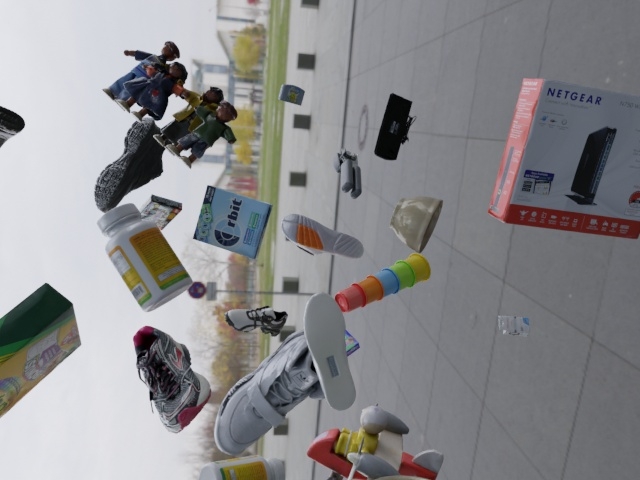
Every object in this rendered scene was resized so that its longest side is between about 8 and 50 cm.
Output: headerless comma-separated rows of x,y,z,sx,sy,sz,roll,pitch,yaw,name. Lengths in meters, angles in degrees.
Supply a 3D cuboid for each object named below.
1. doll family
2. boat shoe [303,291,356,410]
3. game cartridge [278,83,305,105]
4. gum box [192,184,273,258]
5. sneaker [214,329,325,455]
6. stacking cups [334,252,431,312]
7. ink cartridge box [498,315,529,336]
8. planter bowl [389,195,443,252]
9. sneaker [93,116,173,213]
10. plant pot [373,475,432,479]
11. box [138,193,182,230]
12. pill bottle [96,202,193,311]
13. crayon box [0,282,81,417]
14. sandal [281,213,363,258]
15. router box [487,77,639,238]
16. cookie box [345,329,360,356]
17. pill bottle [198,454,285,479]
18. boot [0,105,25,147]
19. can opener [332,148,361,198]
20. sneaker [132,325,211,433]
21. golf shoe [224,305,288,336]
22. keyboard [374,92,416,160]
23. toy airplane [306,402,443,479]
-0.182,-0.180,0.636,0.111,0.193,0.076,-48,4,-8,doll family
0.013,0.169,0.791,0.063,0.066,0.184,-179,70,-77,boat shoe
-0.089,-0.460,1.587,0.017,0.083,0.055,33,113,50,game cartridge
-0.241,-0.052,1.387,0.041,0.185,0.156,-29,-44,-81,gum box
-0.095,0.349,1.185,0.366,0.137,0.210,-45,6,-24,sneaker
0.187,0.129,1.477,0.096,0.317,0.095,29,129,43,stacking cups
0.552,0.245,1.451,0.028,0.084,0.048,85,-168,-56,ink cartridge box
0.261,-0.057,1.420,0.162,0.109,0.162,-54,-22,-34,planter bowl
-0.502,-0.189,1.382,0.286,0.109,0.130,-57,-36,-4,sneaker
0.140,0.542,0.816,0.256,0.257,0.273,132,139,-78,plant pot
-0.476,-0.080,1.472,0.137,0.094,0.027,-34,52,41,box
-0.430,0.038,1.223,0.245,0.136,0.136,57,169,2,pill bottle
-0.826,0.319,1.386,0.313,0.106,0.363,-50,-3,-35,crayon box
-0.002,0.009,1.539,0.076,0.266,0.101,121,169,-55,sandal
0.566,-0.171,1.095,0.082,0.336,0.300,-114,31,-70,router box
0.090,0.414,2.038,0.107,0.092,0.040,41,155,41,cookie box
-0.202,0.631,1.325,0.118,0.209,0.117,-13,74,50,pill bottle
-0.861,-0.295,1.242,0.137,0.198,0.076,-28,45,31,boot
0.094,-0.226,1.711,0.093,0.074,0.280,-48,23,26,can opener
-0.324,0.283,1.047,0.112,0.121,0.299,52,167,-33,sneaker
-0.185,0.220,1.477,0.094,0.198,0.077,-50,45,26,golf shoe
0.213,-0.318,1.455,0.038,0.100,0.191,1,73,70,keyboard
0.196,0.664,1.602,0.386,0.385,0.272,4,96,59,toy airplane
